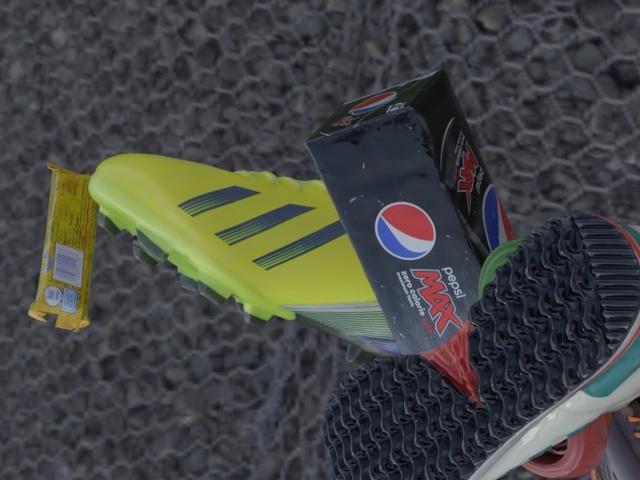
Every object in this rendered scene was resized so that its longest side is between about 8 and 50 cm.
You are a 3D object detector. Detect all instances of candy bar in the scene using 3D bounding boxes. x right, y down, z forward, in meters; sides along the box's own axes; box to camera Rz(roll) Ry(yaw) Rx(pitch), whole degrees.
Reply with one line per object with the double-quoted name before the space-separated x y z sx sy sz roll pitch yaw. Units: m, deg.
"candy bar" -0.162 -0.001 0.867 0.018 0.040 0.161 -57 24 32

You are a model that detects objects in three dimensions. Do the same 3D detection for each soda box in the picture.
"soda box" 0.059 0.011 0.625 0.060 0.053 0.169 -16 109 28

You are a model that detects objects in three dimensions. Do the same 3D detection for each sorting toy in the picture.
"sorting toy" 0.090 0.041 0.526 0.061 0.042 0.102 14 117 41

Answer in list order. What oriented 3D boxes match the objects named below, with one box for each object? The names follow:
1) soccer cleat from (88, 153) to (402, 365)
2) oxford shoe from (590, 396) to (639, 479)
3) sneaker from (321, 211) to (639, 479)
"soccer cleat" 0.000 0.000 0.788 0.093 0.289 0.121 24 88 61
"oxford shoe" 0.236 0.132 0.983 0.098 0.096 0.271 17 126 70
"sneaker" 0.066 0.047 0.425 0.161 0.075 0.057 -47 52 43
